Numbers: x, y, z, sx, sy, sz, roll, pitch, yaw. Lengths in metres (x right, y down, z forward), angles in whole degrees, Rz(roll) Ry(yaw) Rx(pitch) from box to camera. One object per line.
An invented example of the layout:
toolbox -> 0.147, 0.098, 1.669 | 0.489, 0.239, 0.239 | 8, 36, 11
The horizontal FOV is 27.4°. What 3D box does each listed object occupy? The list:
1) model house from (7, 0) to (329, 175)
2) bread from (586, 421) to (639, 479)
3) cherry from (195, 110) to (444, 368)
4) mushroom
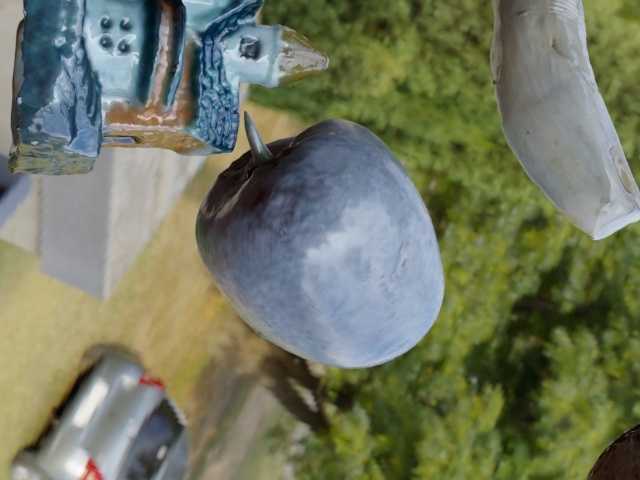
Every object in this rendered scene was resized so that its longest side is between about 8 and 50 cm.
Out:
model house -> -0.126, -0.186, 1.143 | 0.184, 0.291, 0.253 | 150, -58, -70
bread -> 0.262, 0.211, 0.954 | 0.193, 0.064, 0.193 | -35, -137, 41
cherry -> 0.000, 0.000, 1.307 | 0.218, 0.296, 0.255 | -50, -160, -23
mushroom -> 0.226, -0.159, 1.262 | 0.095, 0.123, 0.351 | -46, -137, 46
